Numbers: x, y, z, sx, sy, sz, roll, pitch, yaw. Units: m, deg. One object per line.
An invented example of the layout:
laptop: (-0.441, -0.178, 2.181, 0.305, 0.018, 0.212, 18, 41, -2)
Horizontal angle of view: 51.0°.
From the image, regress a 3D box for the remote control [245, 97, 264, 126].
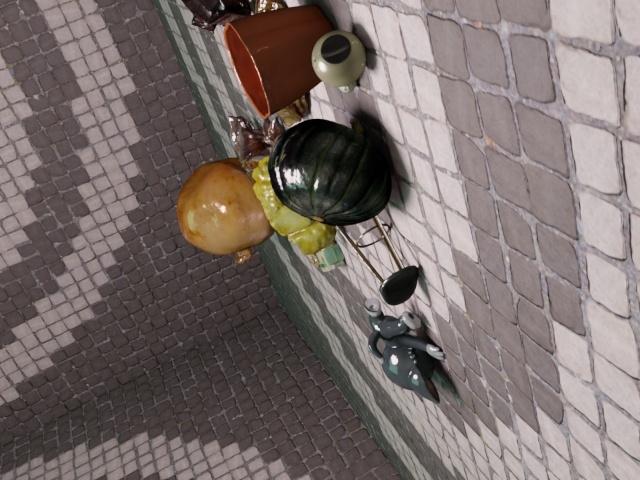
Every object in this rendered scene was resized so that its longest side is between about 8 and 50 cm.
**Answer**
remote control: (-0.178, -0.375, 2.080, 0.184, 0.027, 0.050, 53, 166, 27)

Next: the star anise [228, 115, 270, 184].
star anise: (-0.207, -0.275, 2.215, 0.332, 0.117, 0.332, 54, 172, 11)

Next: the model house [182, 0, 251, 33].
model house: (-0.244, -0.580, 1.595, 0.164, 0.141, 0.203, 37, 164, -36)

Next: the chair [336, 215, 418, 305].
chair: (0.130, 0.020, 1.399, 0.221, 0.104, 0.095, 62, 152, 20)

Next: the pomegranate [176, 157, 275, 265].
pomegranate: (-0.338, -0.105, 2.499, 0.411, 0.411, 0.411, 59, 168, 21)

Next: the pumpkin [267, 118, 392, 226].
pumpkin: (0.025, -0.135, 1.280, 0.250, 0.216, 0.250, 32, 178, 1)

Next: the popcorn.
popcorn: (-0.073, -0.114, 1.824, 0.286, 0.173, 0.225, 58, -177, -22)

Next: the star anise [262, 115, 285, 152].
star anise: (-0.123, -0.273, 1.948, 0.182, 0.065, 0.195, 65, 171, -9)

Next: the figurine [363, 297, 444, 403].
figurine: (0.188, 0.249, 1.533, 0.193, 0.140, 0.265, 17, 158, 51)

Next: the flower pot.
flower pot: (-0.064, -0.342, 1.237, 0.191, 0.173, 0.190, 60, 170, 18)

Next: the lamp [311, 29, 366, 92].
lamp: (0.038, -0.294, 1.149, 0.091, 0.091, 0.163, 61, -176, 13)

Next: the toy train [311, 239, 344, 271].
toy train: (0.000, 0.000, 1.991, 0.194, 0.081, 0.125, 67, 158, -4)

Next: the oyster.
oyster: (-0.114, -0.416, 1.532, 0.361, 0.096, 0.221, 87, 161, -59)
